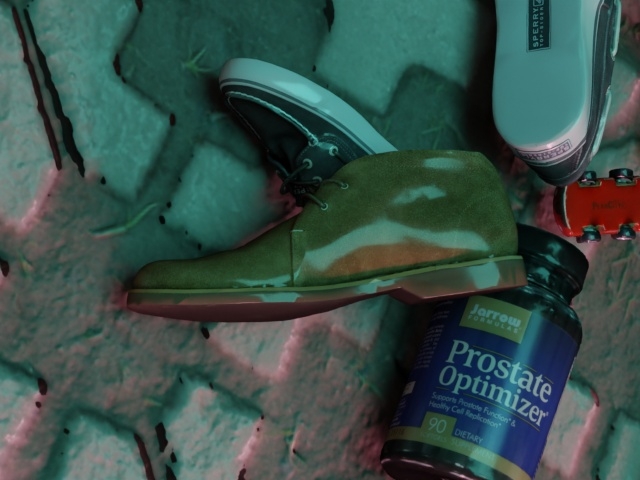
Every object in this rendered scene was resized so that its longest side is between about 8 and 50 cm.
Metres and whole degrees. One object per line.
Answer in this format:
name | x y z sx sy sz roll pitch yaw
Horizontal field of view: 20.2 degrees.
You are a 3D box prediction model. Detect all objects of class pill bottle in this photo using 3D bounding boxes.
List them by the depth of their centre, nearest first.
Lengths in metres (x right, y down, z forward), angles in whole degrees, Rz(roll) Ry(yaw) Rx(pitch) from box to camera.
pill bottle | 0.139 0.102 1.444 0.123 0.123 0.219 31 70 -27

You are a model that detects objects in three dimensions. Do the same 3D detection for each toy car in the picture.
toy car | 0.318 -0.013 1.614 0.239 0.053 0.225 -41 108 -28

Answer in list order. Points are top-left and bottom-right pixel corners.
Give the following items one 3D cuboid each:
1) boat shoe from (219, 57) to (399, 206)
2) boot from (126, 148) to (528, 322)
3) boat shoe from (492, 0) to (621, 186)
boat shoe | 0.003 -0.055 1.404 0.228 0.080 0.076 37 65 -33
boot | 0.000 0.000 1.351 0.305 0.112 0.115 -8 87 -14
boat shoe | 0.210 -0.192 1.540 0.102 0.108 0.301 45 44 -57
